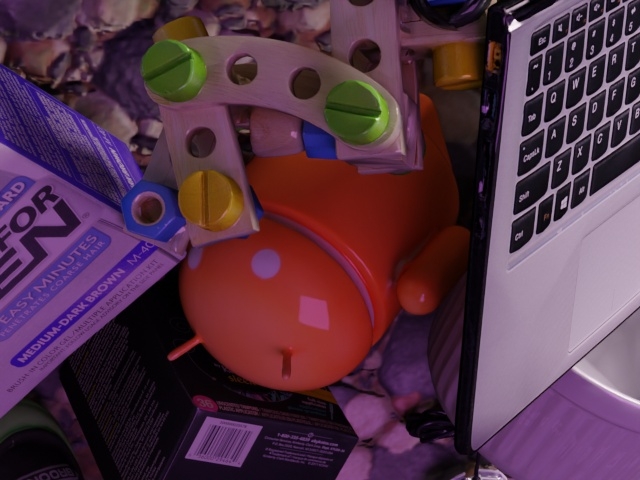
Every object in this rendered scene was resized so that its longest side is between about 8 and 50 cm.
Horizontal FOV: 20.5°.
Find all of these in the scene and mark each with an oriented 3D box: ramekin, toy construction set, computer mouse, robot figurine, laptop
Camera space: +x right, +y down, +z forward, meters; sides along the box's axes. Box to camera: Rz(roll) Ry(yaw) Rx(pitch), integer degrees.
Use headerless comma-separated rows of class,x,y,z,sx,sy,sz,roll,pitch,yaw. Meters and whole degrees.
ramekin,0.168,0.078,1.175,0.207,0.207,0.109,11,127,-31
toy construction set,-0.016,-0.160,0.908,0.215,0.151,0.328,-5,97,15
computer mouse,0.105,0.202,1.338,0.106,0.042,0.193,-9,121,-25
robot figurine,0.002,0.000,1.048,0.219,0.158,0.128,-53,179,-35
laptop,0.278,-0.097,0.957,0.382,0.236,0.408,-31,132,-48

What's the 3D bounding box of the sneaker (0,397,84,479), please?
sneaker,-0.164,0.318,1.188,0.185,0.202,0.483,-28,130,-3

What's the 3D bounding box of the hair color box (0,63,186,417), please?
hair color box,-0.246,-0.024,0.914,0.185,0.110,0.339,-41,142,12

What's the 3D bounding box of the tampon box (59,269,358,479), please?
tampon box,-0.073,0.103,1.103,0.120,0.161,0.101,14,116,-33
